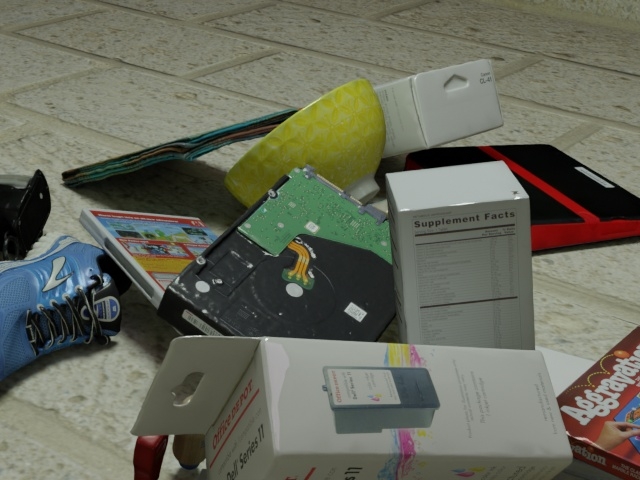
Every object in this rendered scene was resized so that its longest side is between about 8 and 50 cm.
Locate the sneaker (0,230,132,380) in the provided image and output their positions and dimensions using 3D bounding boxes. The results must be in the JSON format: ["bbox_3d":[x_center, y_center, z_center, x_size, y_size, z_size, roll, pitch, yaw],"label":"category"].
[{"bbox_3d":[-0.332,0.078,1.413,0.147,0.130,0.330,7,24,13],"label":"sneaker"}]

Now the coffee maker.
[{"bbox_3d":[-0.512,-0.041,1.665,0.178,0.120,0.171,6,25,8],"label":"coffee maker"}]

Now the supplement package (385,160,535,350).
[{"bbox_3d":[0.150,0.053,1.206,0.139,0.244,0.134,-6,20,-1],"label":"supplement package"}]

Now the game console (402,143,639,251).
[{"bbox_3d":[0.357,-0.081,1.963,0.342,0.060,0.386,-3,25,-22],"label":"game console"}]

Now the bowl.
[{"bbox_3d":[0.004,-0.111,1.806,0.156,0.289,0.289,55,39,5],"label":"bowl"}]

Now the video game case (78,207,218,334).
[{"bbox_3d":[-0.175,0.041,1.519,0.204,0.025,0.285,5,27,-44],"label":"video game case"}]

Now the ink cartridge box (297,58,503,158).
[{"bbox_3d":[0.132,-0.218,2.000,0.226,0.131,0.306,-20,9,-42],"label":"ink cartridge box"}]

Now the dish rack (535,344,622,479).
[{"bbox_3d":[0.273,0.198,1.298,0.333,0.072,0.285,15,26,22],"label":"dish rack"}]

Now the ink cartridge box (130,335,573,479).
[{"bbox_3d":[0.019,0.189,1.031,0.353,0.207,0.119,5,54,-20],"label":"ink cartridge box"}]

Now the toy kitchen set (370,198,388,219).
[{"bbox_3d":[0.000,0.000,1.636,0.207,0.122,0.166,-18,32,-40],"label":"toy kitchen set"}]

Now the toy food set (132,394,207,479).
[{"bbox_3d":[-0.139,0.249,1.137,0.111,0.104,0.232,20,44,4],"label":"toy food set"}]

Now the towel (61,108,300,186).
[{"bbox_3d":[-0.231,-0.152,1.887,0.271,0.040,0.370,-20,8,-42],"label":"towel"}]

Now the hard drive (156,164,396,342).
[{"bbox_3d":[-0.018,0.054,1.427,0.237,0.064,0.339,34,42,7],"label":"hard drive"}]

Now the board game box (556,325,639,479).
[{"bbox_3d":[0.359,0.176,1.242,0.145,0.027,0.281,19,29,32],"label":"board game box"}]
